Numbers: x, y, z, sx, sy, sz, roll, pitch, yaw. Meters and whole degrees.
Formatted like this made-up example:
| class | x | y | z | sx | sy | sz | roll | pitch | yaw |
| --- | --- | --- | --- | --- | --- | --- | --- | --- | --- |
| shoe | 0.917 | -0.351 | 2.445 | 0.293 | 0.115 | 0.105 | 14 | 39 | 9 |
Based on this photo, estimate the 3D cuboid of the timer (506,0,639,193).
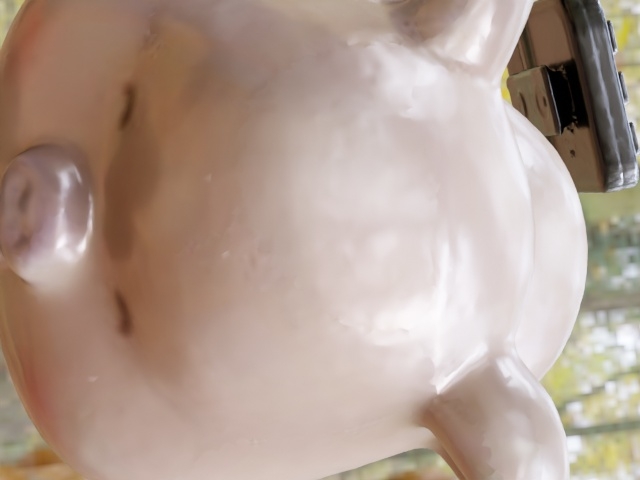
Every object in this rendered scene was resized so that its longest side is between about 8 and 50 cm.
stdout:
| class | x | y | z | sx | sy | sz | roll | pitch | yaw |
| --- | --- | --- | --- | --- | --- | --- | --- | --- | --- |
| timer | 0.172 | -0.104 | 1.366 | 0.187 | 0.055 | 0.144 | -173 | -110 | -82 |

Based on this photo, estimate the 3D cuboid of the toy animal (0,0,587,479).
| class | x | y | z | sx | sy | sz | roll | pitch | yaw |
| --- | --- | --- | --- | --- | --- | --- | --- | --- | --- |
| toy animal | 0.000 | 0.000 | 0.747 | 0.269 | 0.326 | 0.237 | -5 | -96 | 43 |
